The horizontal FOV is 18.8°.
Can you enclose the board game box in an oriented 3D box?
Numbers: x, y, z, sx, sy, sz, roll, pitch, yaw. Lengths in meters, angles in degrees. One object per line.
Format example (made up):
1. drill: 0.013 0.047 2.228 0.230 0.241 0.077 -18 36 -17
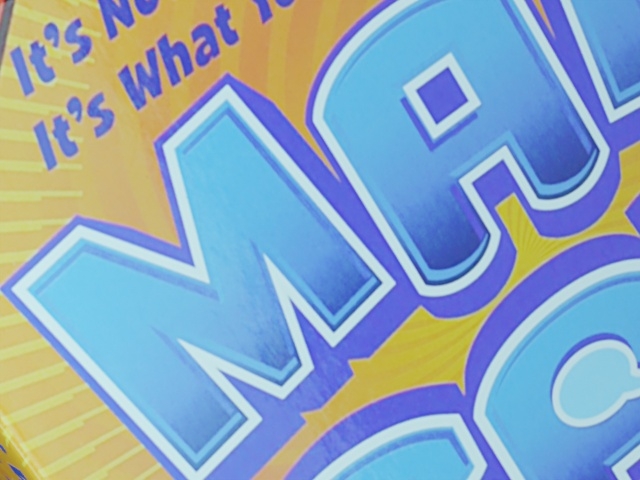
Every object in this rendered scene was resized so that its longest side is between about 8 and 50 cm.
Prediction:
1. board game box: 0.000 0.000 0.827 0.356 0.356 0.356 -37 16 -16
